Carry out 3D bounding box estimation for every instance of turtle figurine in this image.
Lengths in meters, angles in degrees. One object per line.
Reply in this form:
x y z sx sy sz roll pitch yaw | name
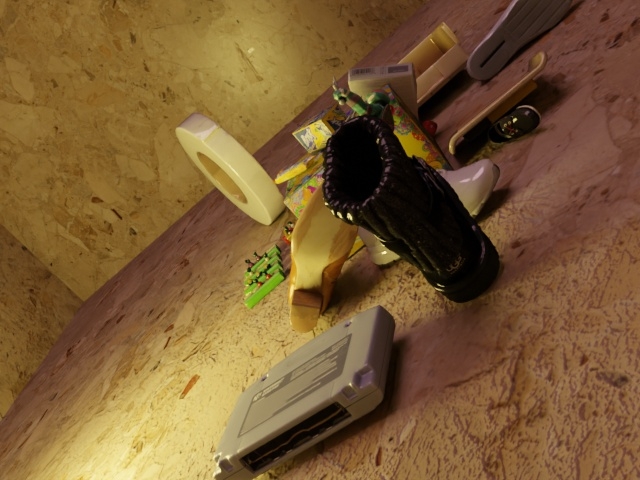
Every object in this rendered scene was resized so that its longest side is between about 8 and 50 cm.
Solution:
0.069 -0.195 1.365 0.118 0.175 0.234 7 61 15 | turtle figurine

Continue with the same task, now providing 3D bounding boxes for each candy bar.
-0.052 -0.146 1.621 0.040 0.018 0.161 -50 16 -25 | candy bar

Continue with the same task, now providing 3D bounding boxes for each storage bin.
0.237 -0.409 2.006 0.262 0.123 0.260 -41 5 6 | storage bin

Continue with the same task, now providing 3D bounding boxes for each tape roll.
-0.260 -0.204 2.277 0.072 0.392 0.392 -46 15 -11 | tape roll

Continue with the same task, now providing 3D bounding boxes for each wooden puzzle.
0.334 -0.251 1.489 0.238 0.044 0.221 -44 -1 12 | wooden puzzle

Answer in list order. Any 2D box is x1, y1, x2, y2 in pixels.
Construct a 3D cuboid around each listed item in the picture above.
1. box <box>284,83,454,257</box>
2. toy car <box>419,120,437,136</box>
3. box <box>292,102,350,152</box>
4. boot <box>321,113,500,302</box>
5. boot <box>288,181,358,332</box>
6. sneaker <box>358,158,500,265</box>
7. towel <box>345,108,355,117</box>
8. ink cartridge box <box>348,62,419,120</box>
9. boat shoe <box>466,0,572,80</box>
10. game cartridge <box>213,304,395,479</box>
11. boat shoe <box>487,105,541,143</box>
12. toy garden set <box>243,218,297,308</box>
0.092 -0.149 1.628 0.290 0.177 0.279 -40 15 14 | box
0.146 -0.225 1.848 0.238 0.053 0.225 -2 -8 0 | toy car
0.004 -0.229 1.619 0.054 0.059 0.169 -46 14 -16 | box
0.089 -0.078 1.099 0.131 0.260 0.348 -50 34 7 | boot
0.001 0.001 1.395 0.211 0.104 0.295 -80 5 -69 | boot
0.161 -0.061 1.302 0.297 0.129 0.111 -30 18 37 | sneaker
0.044 -0.259 1.705 0.060 0.009 0.083 -50 15 -29 | towel
0.148 -0.319 1.775 0.145 0.179 0.045 -4 59 11 | ink cartridge box
0.450 -0.495 1.808 0.302 0.109 0.094 -42 13 16 | boat shoe
-0.019 0.212 1.104 0.294 0.060 0.196 -36 20 26 | game cartridge
0.340 -0.200 1.381 0.042 0.049 0.133 -43 7 -16 | boat shoe
-0.111 0.040 1.877 0.203 0.049 0.244 -42 15 6 | toy garden set
